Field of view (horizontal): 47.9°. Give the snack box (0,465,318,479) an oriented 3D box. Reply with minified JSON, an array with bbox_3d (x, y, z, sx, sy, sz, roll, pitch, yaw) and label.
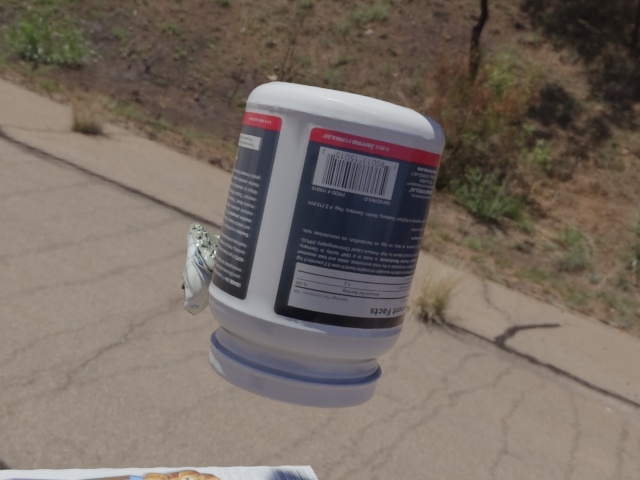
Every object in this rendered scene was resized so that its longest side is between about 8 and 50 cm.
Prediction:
[{"bbox_3d":[-0.074,0.140,0.354,0.178,0.022,0.064,8,22,-27],"label":"snack box"}]

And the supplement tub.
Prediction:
[{"bbox_3d":[0.000,0.000,0.691,0.191,0.272,0.191,12,7,-2],"label":"supplement tub"}]

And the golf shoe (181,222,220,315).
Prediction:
[{"bbox_3d":[-0.153,0.034,0.913,0.069,0.086,0.176,32,9,-15],"label":"golf shoe"}]
